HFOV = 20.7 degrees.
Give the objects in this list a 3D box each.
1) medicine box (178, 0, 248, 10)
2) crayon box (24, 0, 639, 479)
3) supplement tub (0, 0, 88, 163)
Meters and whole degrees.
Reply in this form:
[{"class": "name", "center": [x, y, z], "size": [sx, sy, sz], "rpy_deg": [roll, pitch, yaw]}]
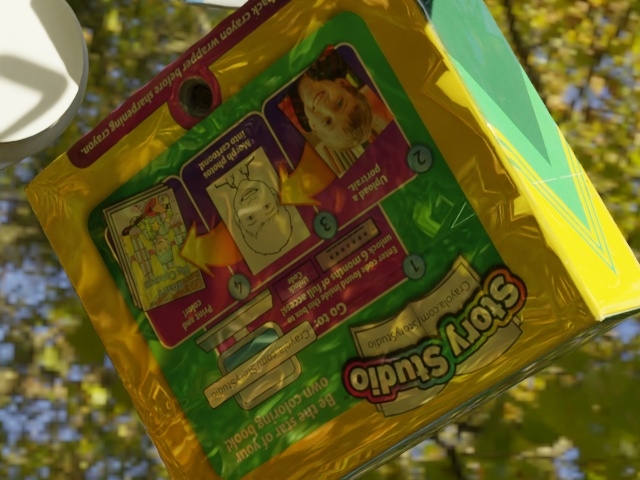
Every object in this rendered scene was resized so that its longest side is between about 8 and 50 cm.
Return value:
[{"class": "medicine box", "center": [-0.035, -0.391, 1.931], "size": [0.149, 0.289, 0.264], "rpy_deg": [39, -59, 49]}, {"class": "crayon box", "center": [0.000, 0.000, 1.234], "size": [0.363, 0.106, 0.313], "rpy_deg": [-35, -101, 31]}, {"class": "supplement tub", "center": [-0.392, -0.196, 2.023], "size": [0.316, 0.228, 0.228], "rpy_deg": [174, -80, -73]}]
